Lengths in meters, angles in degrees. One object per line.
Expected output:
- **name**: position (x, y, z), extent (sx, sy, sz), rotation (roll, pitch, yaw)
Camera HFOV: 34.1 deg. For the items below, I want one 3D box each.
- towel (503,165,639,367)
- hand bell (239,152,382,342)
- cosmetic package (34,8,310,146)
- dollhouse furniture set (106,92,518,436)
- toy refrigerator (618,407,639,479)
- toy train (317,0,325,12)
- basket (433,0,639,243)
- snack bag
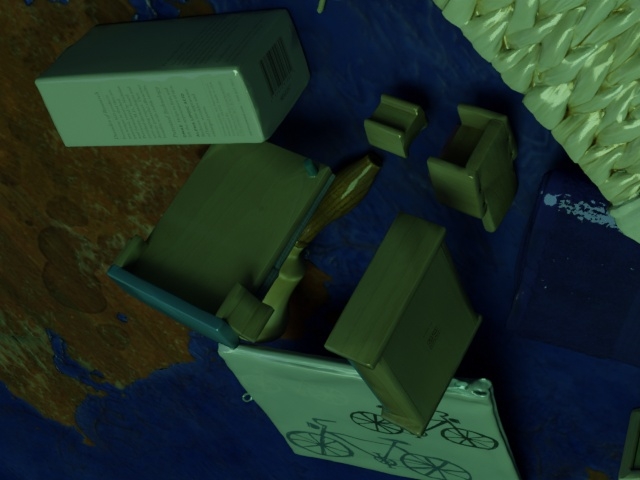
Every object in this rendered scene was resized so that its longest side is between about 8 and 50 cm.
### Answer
- **towel**: position (0.338, 0.045, 0.973), extent (0.308, 0.076, 0.228), rotation (17, 142, 12)
- **hand bell**: position (-0.019, -0.010, 1.099), extent (0.126, 0.126, 0.242), rotation (38, 124, -9)
- **cosmetic package**: position (-0.141, -0.153, 1.000), extent (0.231, 0.117, 0.085), rotation (1, 128, 28)
- **dollhouse furniture set**: position (0.000, 0.000, 1.019), extent (0.303, 0.286, 0.198), rotation (22, 162, 27)
- **toy refrigerator**: position (0.448, 0.219, 1.048), extent (0.269, 0.102, 0.094), rotation (-13, 122, 36)
- **toy train**: position (0.029, -0.232, 0.818), extent (0.105, 0.143, 0.248), rotation (33, 136, -3)
- **basket**: position (0.252, -0.236, 0.577), extent (0.266, 0.331, 0.328), rotation (45, 135, -8)
- **snack bag**: position (0.064, 0.205, 1.211), extent (0.323, 0.037, 0.342), rotation (7, 151, 23)
